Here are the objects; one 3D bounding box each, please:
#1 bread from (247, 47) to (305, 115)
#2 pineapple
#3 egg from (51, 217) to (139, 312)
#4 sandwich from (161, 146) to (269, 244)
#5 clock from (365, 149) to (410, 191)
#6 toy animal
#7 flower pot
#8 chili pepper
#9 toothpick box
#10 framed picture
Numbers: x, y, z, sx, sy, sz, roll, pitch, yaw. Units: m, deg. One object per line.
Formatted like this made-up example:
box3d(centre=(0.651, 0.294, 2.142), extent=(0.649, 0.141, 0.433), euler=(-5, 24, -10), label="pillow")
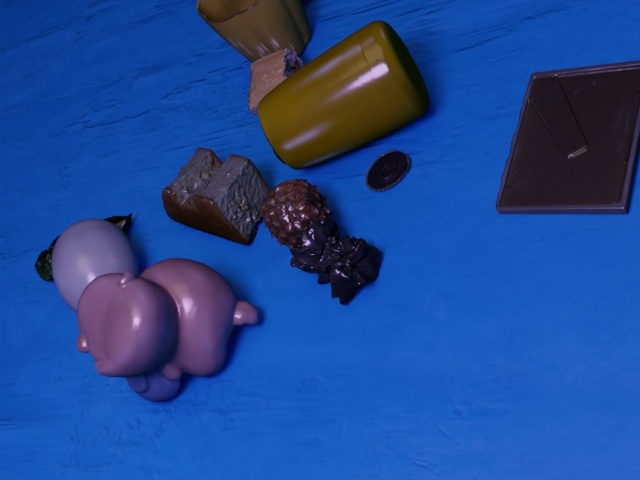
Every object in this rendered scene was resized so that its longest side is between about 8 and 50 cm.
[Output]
box3d(centre=(-0.081, -0.297, 1.620), extent=(0.106, 0.082, 0.125), euler=(-19, 58, 35), label="bread")
box3d(centre=(0.000, 0.000, 1.326), extent=(0.237, 0.111, 0.119), euler=(51, 124, 37), label="pineapple")
box3d(centre=(-0.401, 0.055, 1.517), extent=(0.151, 0.151, 0.209), euler=(-31, 52, 11), label="egg")
box3d(centre=(-0.209, -0.084, 1.513), extent=(0.235, 0.128, 0.122), euler=(13, 58, 39), label="sandwich")
box3d(centre=(0.109, -0.114, 1.398), extent=(0.083, 0.010, 0.074), euler=(-49, 45, -7), label="clock")
box3d(centre=(-0.256, 0.119, 1.320), extent=(0.210, 0.221, 0.229), euler=(27, 76, 39), label="toy animal")
box3d(centre=(-0.117, -0.441, 1.679), extent=(0.195, 0.179, 0.195), euler=(-19, 47, 22), label="flower pot")
box3d(centre=(-0.462, 0.006, 1.660), extent=(0.224, 0.061, 0.098), euler=(-26, 40, 18), label="chili pepper")
box3d(centre=(0.030, -0.232, 1.430), extent=(0.271, 0.175, 0.175), euler=(-27, 46, 19), label="toothpick box")
box3d(centre=(0.374, -0.152, 1.244), extent=(0.192, 0.018, 0.265), euler=(2, 60, 35), label="framed picture")
